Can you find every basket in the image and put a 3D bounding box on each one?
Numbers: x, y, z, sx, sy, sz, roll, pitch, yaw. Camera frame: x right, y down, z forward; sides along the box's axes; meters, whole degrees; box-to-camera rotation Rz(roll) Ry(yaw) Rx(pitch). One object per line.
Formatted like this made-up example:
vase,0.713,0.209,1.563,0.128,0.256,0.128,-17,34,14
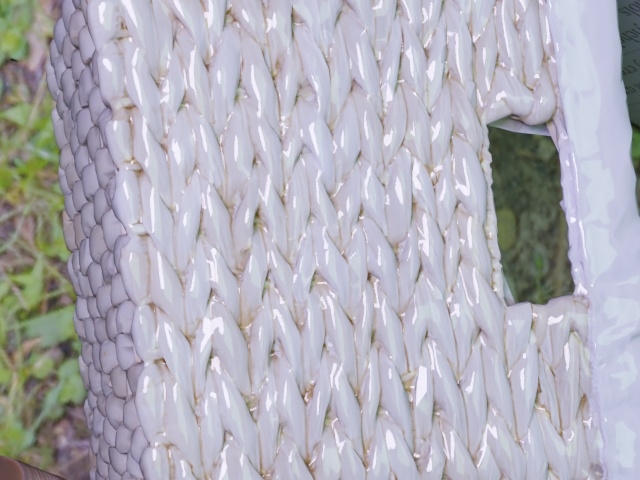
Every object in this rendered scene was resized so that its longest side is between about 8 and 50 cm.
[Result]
basket,0.000,0.000,0.835,0.266,0.331,0.328,-6,89,-15

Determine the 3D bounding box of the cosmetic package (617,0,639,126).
cosmetic package,0.343,-0.231,0.946,0.393,0.329,0.327,24,80,-14

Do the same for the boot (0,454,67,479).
boot,-0.203,0.171,0.889,0.152,0.197,0.073,47,58,-49
